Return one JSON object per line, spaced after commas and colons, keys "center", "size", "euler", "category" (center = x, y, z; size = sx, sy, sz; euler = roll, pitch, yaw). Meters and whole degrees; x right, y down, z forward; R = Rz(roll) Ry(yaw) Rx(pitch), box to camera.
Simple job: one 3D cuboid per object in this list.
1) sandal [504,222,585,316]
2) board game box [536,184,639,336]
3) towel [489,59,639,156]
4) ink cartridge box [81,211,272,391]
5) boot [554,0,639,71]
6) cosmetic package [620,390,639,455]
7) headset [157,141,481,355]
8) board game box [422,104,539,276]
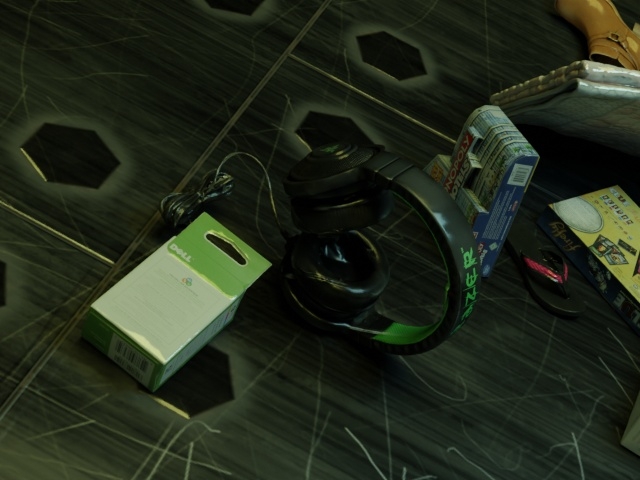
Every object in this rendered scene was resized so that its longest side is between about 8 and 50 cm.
{"center": [0.309, 0.033, 1.858], "size": [0.067, 0.040, 0.179], "euler": [-6, 49, -33], "category": "sandal"}
{"center": [0.450, 0.029, 1.937], "size": [0.165, 0.042, 0.243], "euler": [-14, 54, -38], "category": "board game box"}
{"center": [0.454, -0.188, 2.001], "size": [0.316, 0.332, 0.053], "euler": [11, 84, -15], "category": "towel"}
{"center": [-0.163, 0.068, 1.537], "size": [0.109, 0.062, 0.209], "euler": [37, 48, 11], "category": "ink cartridge box"}
{"center": [0.489, -0.360, 2.358], "size": [0.197, 0.073, 0.152], "euler": [27, 44, 5], "category": "boot"}
{"center": [0.473, 0.181, 1.729], "size": [0.085, 0.117, 0.231], "euler": [32, 39, 8], "category": "cosmetic package"}
{"center": [0.000, 0.000, 1.597], "size": [0.394, 0.243, 0.185], "euler": [26, 39, 31], "category": "headset"}
{"center": [0.207, -0.083, 1.848], "size": [0.060, 0.194, 0.194], "euler": [6, 29, -24], "category": "board game box"}
